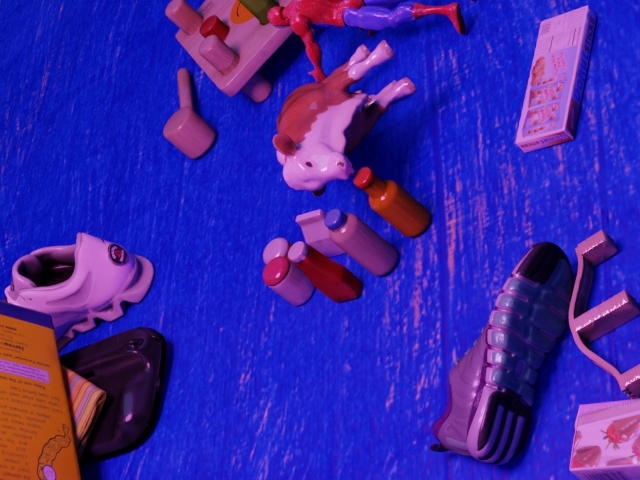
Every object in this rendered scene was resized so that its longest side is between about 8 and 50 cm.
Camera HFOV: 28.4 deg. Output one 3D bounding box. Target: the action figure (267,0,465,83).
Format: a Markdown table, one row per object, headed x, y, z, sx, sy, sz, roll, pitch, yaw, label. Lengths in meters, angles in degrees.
| x | y | z | sx | sy | sz | roll | pitch | yaw | label |
| --- | --- | --- | --- | --- | --- | --- | --- | --- | --- |
| 0.067 | -0.277 | 1.666 | 0.280 | 0.139 | 0.091 | 4 | 56 | 24 | action figure |

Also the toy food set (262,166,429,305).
| x | y | z | sx | sy | sz | roll | pitch | yaw | label |
| --- | --- | --- | --- | --- | --- | --- | --- | --- | --- |
| 0.000 | 0.000 | 1.455 | 0.232 | 0.104 | 0.111 | -14 | 49 | 41 | toy food set |

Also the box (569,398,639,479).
| x | y | z | sx | sy | sz | roll | pitch | yaw | label |
| --- | --- | --- | --- | --- | --- | --- | --- | --- | --- |
| 0.345 | 0.151 | 0.962 | 0.324 | 0.067 | 0.063 | -15 | 48 | 42 | box |

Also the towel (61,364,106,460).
| x | y | z | sx | sy | sz | roll | pitch | yaw | label |
| --- | --- | --- | --- | --- | --- | --- | --- | --- | --- |
| -0.364 | 0.204 | 1.657 | 0.237 | 0.021 | 0.102 | 22 | 85 | 46 | towel |

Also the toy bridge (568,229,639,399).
| x | y | z | sx | sy | sz | roll | pitch | yaw | label |
| --- | --- | --- | --- | --- | --- | --- | --- | --- | --- |
| 0.261 | 0.071 | 1.164 | 0.063 | 0.026 | 0.188 | -35 | 37 | 24 | toy bridge |

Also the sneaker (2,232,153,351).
| x | y | z | sx | sy | sz | roll | pitch | yaw | label |
| --- | --- | --- | --- | --- | --- | --- | --- | --- | --- |
| -0.403 | 0.083 | 1.806 | 0.330 | 0.146 | 0.122 | -34 | 39 | 25 | sneaker |

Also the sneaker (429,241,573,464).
| x | y | z | sx | sy | sz | roll | pitch | yaw | label |
| --- | --- | --- | --- | --- | --- | --- | --- | --- | --- |
| 0.164 | 0.100 | 1.202 | 0.098 | 0.083 | 0.223 | -5 | 56 | 52 | sneaker |

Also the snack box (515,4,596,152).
| x | y | z | sx | sy | sz | roll | pitch | yaw | label |
| --- | --- | --- | --- | --- | --- | --- | --- | --- | --- |
| 0.261 | -0.180 | 1.398 | 0.064 | 0.022 | 0.178 | -13 | 49 | 41 | snack box |

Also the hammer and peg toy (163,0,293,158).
| x | y | z | sx | sy | sz | roll | pitch | yaw | label |
| --- | --- | --- | --- | --- | --- | --- | --- | --- | --- |
| -0.133 | -0.315 | 1.876 | 0.361 | 0.127 | 0.266 | -47 | 35 | 6 | hammer and peg toy |

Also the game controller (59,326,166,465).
| x | y | z | sx | sy | sz | roll | pitch | yaw | label |
| --- | --- | --- | --- | --- | --- | --- | --- | --- | --- |
| -0.325 | 0.222 | 1.673 | 0.319 | 0.067 | 0.166 | -22 | 58 | 36 | game controller |

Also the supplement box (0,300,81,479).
| x | y | z | sx | sy | sz | roll | pitch | yaw | label |
| --- | --- | --- | --- | --- | --- | --- | --- | --- | --- |
| -0.431 | 0.262 | 1.539 | 0.194 | 0.195 | 0.356 | -40 | 50 | 27 | supplement box |

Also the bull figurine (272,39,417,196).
| x | y | z | sx | sy | sz | roll | pitch | yaw | label |
| --- | --- | --- | --- | --- | --- | --- | --- | --- | --- |
| 0.017 | -0.148 | 1.511 | 0.188 | 0.101 | 0.310 | -38 | 14 | 0 | bull figurine |
